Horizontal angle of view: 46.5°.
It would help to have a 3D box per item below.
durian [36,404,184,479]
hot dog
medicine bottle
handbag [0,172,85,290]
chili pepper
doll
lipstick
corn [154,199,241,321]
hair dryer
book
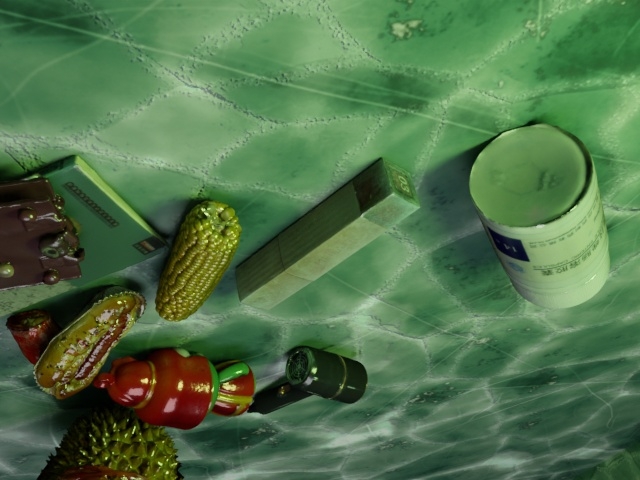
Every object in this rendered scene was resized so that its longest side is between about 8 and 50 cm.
[{"bbox_3d":[-0.476,0.552,1.672,0.348,0.384,0.347,-18,149,-11],"label":"durian"},{"bbox_3d":[-0.417,0.181,1.343,0.252,0.069,0.131,-49,149,6],"label":"hot dog"},{"bbox_3d":[0.380,-0.027,1.258,0.190,0.189,0.332,-22,146,14],"label":"medicine bottle"},{"bbox_3d":[-0.462,0.002,1.077,0.216,0.073,0.203,-7,145,-8],"label":"handbag"},{"bbox_3d":[-0.514,0.197,1.396,0.084,0.086,0.192,-34,142,-19],"label":"chili pepper"},{"bbox_3d":[-0.306,0.312,1.569,0.363,0.160,0.183,17,139,-36],"label":"doll"},{"bbox_3d":[0.000,0.000,1.276,0.372,0.079,0.076,-35,142,31],"label":"lipstick"},{"bbox_3d":[-0.204,0.038,1.247,0.102,0.101,0.310,3,144,-22],"label":"corn"},{"bbox_3d":[-0.078,0.360,1.786,0.352,0.107,0.189,-30,141,34],"label":"hair dryer"},{"bbox_3d":[-0.467,0.011,1.180,0.380,0.031,0.264,-21,145,12],"label":"book"}]
